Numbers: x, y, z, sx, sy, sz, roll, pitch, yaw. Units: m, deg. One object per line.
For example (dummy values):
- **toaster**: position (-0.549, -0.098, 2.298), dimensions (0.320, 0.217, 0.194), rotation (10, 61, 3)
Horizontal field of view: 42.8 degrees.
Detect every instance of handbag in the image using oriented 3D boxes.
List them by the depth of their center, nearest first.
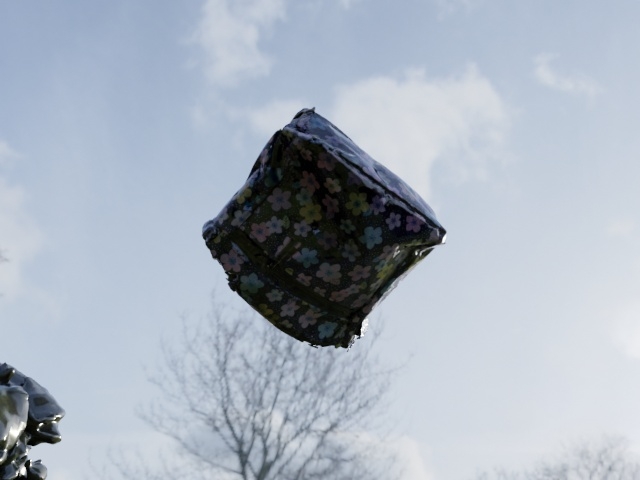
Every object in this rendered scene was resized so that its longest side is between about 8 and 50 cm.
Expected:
- **handbag**: position (0.000, 0.000, 0.860), dimensions (0.229, 0.127, 0.208), rotation (35, -72, -24)

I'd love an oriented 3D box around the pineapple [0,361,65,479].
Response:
- **pineapple**: position (-0.317, 0.216, 0.705), dimensions (0.223, 0.223, 0.357), rotation (25, -59, -8)
